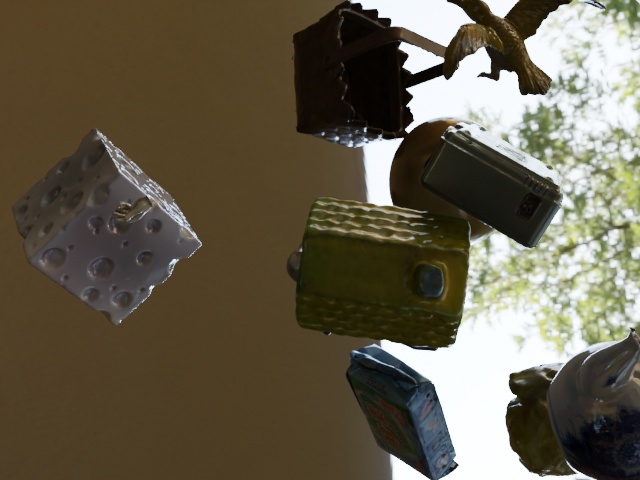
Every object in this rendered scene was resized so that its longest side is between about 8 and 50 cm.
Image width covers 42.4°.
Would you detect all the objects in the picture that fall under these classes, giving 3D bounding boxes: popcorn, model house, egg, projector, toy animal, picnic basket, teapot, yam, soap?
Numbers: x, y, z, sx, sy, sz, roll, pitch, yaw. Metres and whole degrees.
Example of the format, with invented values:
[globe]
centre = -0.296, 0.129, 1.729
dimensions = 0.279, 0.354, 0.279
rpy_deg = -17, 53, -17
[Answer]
[popcorn]
centre = 0.513, 0.378, 1.690
dimensions = 0.225, 0.276, 0.277
rpy_deg = 51, -133, -29
[model house]
centre = 0.095, 0.046, 1.193
dimensions = 0.303, 0.237, 0.216
rpy_deg = 47, -129, -82
[egg]
centre = 0.261, -0.119, 1.666
dimensions = 0.322, 0.250, 0.250
rpy_deg = 50, -137, -63
[projector]
centre = 0.259, -0.094, 1.222
dimensions = 0.099, 0.191, 0.256
rpy_deg = -62, -9, 17
[toy animal]
centre = 0.199, -0.229, 0.968
dimensions = 0.219, 0.155, 0.095
rpy_deg = -30, -50, -22
[picnic basket]
centre = 0.112, -0.361, 1.785
dimensions = 0.254, 0.320, 0.292
rpy_deg = 10, -109, -47
[teapot]
centre = 0.549, 0.293, 1.425
dimensions = 0.424, 0.279, 0.252
rpy_deg = 52, -153, -36
[yam]
centre = 0.000, 0.000, 1.758
dimensions = 0.357, 0.081, 0.081
rpy_deg = -54, -55, -67
[soap]
centre = 0.142, 0.298, 1.430
dimensions = 0.077, 0.156, 0.293
rpy_deg = -42, -48, -23

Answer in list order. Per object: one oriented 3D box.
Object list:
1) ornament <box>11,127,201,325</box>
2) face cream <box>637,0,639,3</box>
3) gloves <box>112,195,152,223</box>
[ornament]
centre = -0.426, -0.029, 1.639
dimensions = 0.240, 0.239, 0.240
rpy_deg = -43, -51, 1
[face cream]
centre = 0.499, -0.405, 1.062
dimensions = 0.225, 0.249, 0.249
rpy_deg = 43, -139, 10
[gloves]
centre = -0.313, -0.053, 1.400
dimensions = 0.080, 0.044, 0.038
rpy_deg = -17, -70, -11
